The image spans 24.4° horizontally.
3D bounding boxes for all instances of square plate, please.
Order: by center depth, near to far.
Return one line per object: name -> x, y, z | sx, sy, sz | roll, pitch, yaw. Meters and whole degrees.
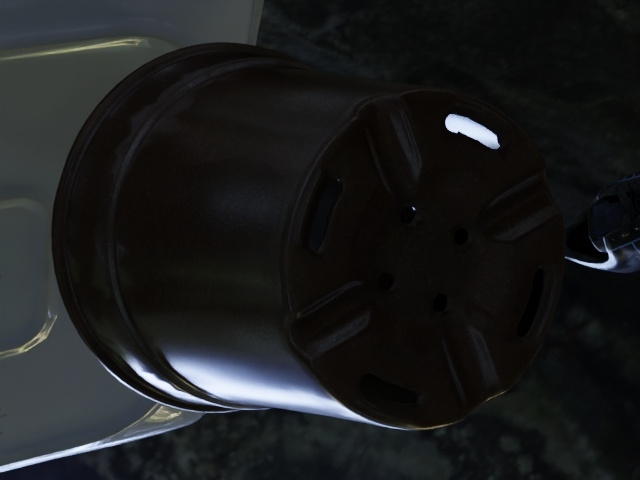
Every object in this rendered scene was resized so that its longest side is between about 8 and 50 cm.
square plate -> -0.187, 0.010, 0.745 | 0.049, 0.347, 0.344 | 49, -39, 44

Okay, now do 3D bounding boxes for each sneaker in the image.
sneaker -> 0.279, -0.023, 1.210 | 0.232, 0.090, 0.081 | 133, -46, -63

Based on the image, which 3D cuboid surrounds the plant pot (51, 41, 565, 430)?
plant pot -> 0.000, 0.000, 0.599 | 0.165, 0.167, 0.167 | 7, -68, 58
